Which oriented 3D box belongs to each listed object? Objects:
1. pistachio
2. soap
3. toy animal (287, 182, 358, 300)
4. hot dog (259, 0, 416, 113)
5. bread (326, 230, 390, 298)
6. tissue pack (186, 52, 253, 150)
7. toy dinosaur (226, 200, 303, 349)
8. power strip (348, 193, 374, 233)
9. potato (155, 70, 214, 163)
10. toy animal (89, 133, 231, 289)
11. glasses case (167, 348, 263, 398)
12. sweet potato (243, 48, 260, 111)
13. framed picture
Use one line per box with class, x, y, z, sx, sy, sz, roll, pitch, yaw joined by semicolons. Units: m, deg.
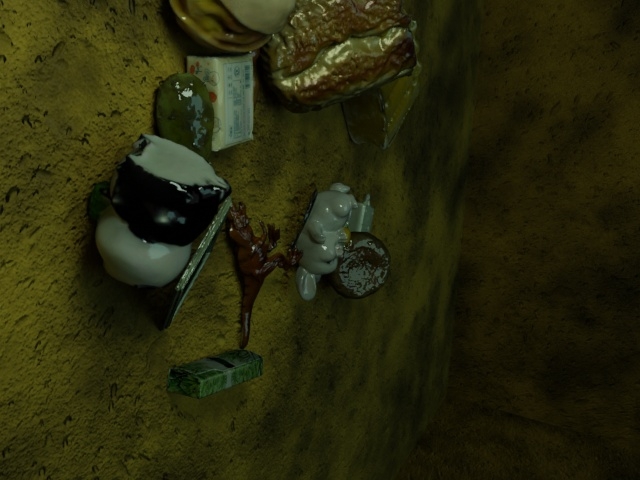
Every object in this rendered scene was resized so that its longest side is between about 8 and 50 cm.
pistachio;-0.164;-0.501;1.390;0.309;0.230;0.229;-38;133;-50
soap;0.199;-0.503;2.198;0.335;0.156;0.293;-61;153;-32
toy animal;0.001;-0.002;2.007;0.208;0.154;0.325;-71;-175;-69
hot dog;0.021;-0.483;1.686;0.365;0.196;0.367;-31;135;-9
bread;0.112;0.078;2.237;0.230;0.123;0.229;-6;103;-25
tissue pack;-0.214;-0.300;1.491;0.148;0.092;0.196;-32;127;-58
toy dinosaur;-0.147;0.068;1.782;0.208;0.097;0.432;-34;128;-38
power strip;0.120;0.004;2.355;0.098;0.058;0.338;12;90;-64
potato;-0.269;-0.225;1.396;0.117;0.090;0.225;-14;113;-21
toy animal;-0.313;-0.047;1.264;0.266;0.212;0.212;-54;164;24
glasses case;-0.247;0.316;1.676;0.272;0.095;0.062;-4;99;-65
sweet potato;-0.167;-0.394;1.594;0.058;0.055;0.202;-71;164;-71
framed picture;-0.259;0.056;1.441;0.231;0.018;0.293;-65;-173;-27
